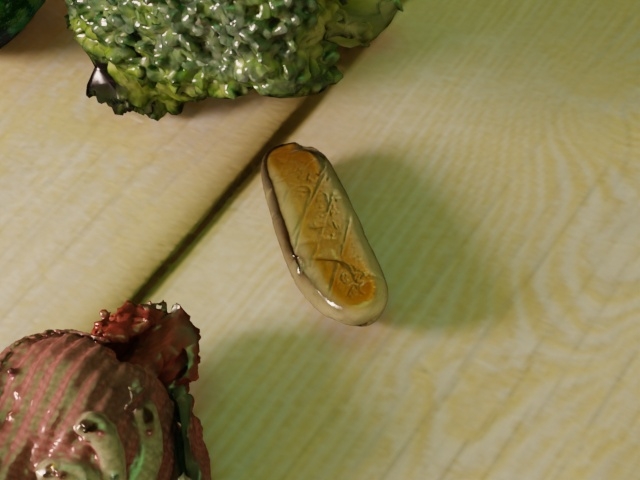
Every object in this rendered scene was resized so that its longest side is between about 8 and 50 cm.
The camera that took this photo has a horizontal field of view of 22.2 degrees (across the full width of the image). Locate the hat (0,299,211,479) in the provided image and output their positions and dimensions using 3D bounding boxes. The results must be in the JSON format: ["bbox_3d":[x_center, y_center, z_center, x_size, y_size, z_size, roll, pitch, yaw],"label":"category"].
[{"bbox_3d":[-0.174,0.152,1.214,0.236,0.107,0.286,35,53,-4],"label":"hat"}]

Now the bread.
[{"bbox_3d":[0.000,-0.001,1.366,0.073,0.053,0.214,-16,47,-10],"label":"bread"}]

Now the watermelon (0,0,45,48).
[{"bbox_3d":[-0.303,-0.237,1.550,0.128,0.231,0.146,4,73,-17],"label":"watermelon"}]

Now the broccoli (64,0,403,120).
[{"bbox_3d":[-0.094,-0.250,1.448,0.338,0.317,0.277,-3,89,25],"label":"broccoli"}]
